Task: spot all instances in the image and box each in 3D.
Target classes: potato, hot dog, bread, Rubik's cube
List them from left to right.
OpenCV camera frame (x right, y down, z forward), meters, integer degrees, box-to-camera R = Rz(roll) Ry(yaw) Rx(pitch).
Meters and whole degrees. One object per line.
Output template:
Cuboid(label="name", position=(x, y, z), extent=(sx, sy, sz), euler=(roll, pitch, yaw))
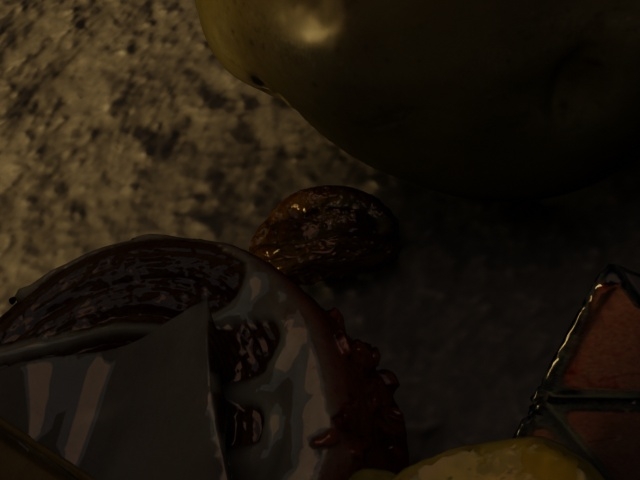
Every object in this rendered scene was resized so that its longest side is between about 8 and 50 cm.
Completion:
Cuboid(label="bread", position=(-0.069, 0.107, 0.659), extent=(0.224, 0.142, 0.212), euler=(26, 72, 34))
Cuboid(label="hot dog", position=(0.000, 0.000, 0.800), extent=(0.083, 0.035, 0.058), euler=(-10, 41, 16))
Cuboid(label="potato", position=(0.075, -0.145, 0.774), extent=(0.326, 0.221, 0.243), euler=(20, 68, 26))
Cuboid(label="Rubik's cube", position=(0.173, 0.096, 0.622), extent=(0.190, 0.211, 0.178), euler=(32, 38, 8))

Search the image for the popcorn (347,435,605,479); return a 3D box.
Cuboid(label="popcorn", position=(0.011, 0.191, 0.468), extent=(0.286, 0.252, 0.215), euler=(-25, 16, -12))
